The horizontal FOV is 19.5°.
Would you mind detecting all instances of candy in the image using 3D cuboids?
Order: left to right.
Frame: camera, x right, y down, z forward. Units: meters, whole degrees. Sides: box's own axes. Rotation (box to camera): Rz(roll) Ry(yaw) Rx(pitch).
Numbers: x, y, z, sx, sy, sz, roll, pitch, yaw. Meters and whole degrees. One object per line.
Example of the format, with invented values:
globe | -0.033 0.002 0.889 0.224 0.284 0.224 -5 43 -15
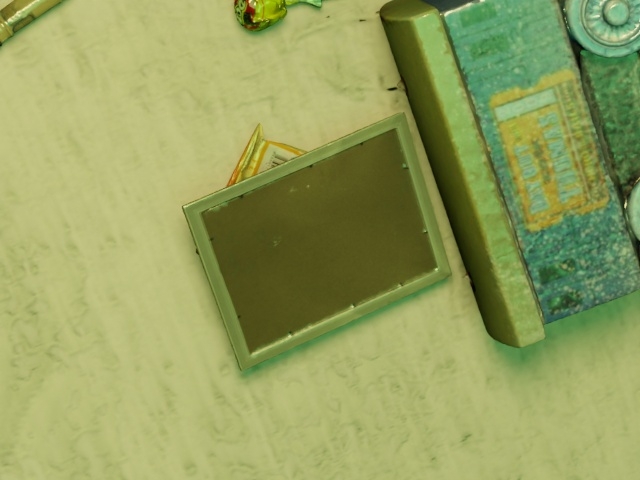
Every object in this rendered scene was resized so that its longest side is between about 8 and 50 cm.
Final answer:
candy | -0.006 -0.177 1.376 0.123 0.035 0.035 -10 92 -22

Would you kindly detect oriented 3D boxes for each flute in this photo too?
flute | -0.271 -0.119 1.319 0.233 0.027 0.027 -36 108 -5

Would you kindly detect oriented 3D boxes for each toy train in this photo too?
toy train | 0.174 -0.081 1.394 0.202 0.131 0.300 -21 105 -2

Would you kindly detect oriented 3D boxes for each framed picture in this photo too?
framed picture | 0.000 0.000 1.391 0.183 0.011 0.142 -24 114 -13

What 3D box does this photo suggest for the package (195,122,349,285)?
package | -0.024 -0.021 1.400 0.120 0.031 0.108 21 97 -24
